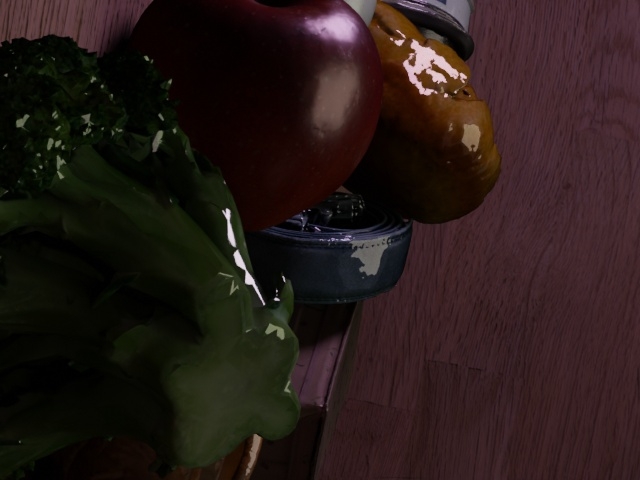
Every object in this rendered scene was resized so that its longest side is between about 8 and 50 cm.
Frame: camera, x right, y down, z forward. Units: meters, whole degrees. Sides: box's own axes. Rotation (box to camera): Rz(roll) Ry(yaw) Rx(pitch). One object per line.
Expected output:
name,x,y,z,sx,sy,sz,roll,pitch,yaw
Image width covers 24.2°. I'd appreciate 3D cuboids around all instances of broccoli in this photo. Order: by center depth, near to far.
broccoli,-0.133,0.025,0.748,0.265,0.245,0.294,-59,145,-11

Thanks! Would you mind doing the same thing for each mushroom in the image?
mushroom,-0.141,0.141,1.208,0.278,0.146,0.278,-163,-90,-79

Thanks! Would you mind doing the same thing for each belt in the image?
belt,0.000,0.000,1.881,0.206,0.267,0.116,32,-59,51

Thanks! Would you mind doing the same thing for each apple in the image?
apple,-0.061,-0.121,1.241,0.218,0.218,0.201,-69,167,-59

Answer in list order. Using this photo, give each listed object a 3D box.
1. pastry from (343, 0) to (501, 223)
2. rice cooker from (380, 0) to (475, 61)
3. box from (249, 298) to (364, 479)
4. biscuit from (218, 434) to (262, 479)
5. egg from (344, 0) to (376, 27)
pastry,0.077,-0.167,1.944,0.164,0.356,0.356,-48,164,-16
rice cooker,0.099,-0.362,2.151,0.316,0.264,0.317,5,90,-76
box,-0.064,0.186,1.921,0.297,0.190,0.225,-69,169,-54
biscuit,-0.136,0.222,1.323,0.260,0.041,0.203,-40,-144,30
egg,-0.007,-0.297,1.756,0.149,0.149,0.192,87,14,-67
